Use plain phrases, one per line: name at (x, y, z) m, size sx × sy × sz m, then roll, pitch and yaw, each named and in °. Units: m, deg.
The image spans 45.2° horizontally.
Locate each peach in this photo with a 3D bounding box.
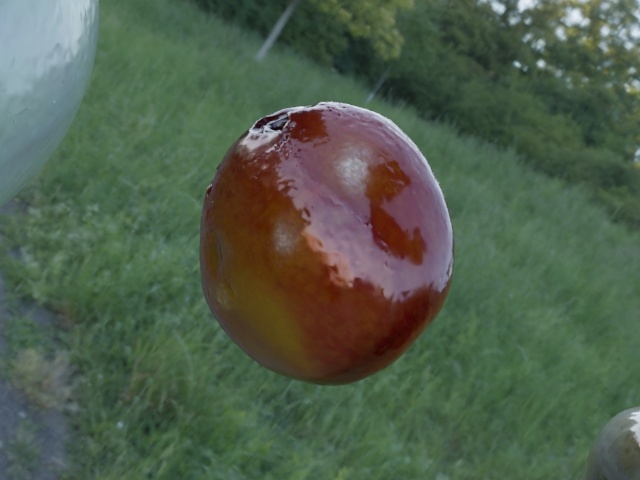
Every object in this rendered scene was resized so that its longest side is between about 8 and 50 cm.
peach at (0.000, 0.000, 0.778) m, size 0.281 × 0.281 × 0.238 m, roll 36°, pitch 8°, yaw -4°

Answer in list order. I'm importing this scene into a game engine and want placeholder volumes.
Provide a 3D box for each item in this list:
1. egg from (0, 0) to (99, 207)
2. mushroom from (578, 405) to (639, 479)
egg at (-0.256, -0.160, 0.520) m, size 0.337 × 0.337 × 0.201 m, roll 37°, pitch 36°, yaw 25°
mushroom at (0.313, 0.311, 0.756) m, size 0.290 × 0.297 × 0.297 m, roll -3°, pitch 7°, yaw -5°
